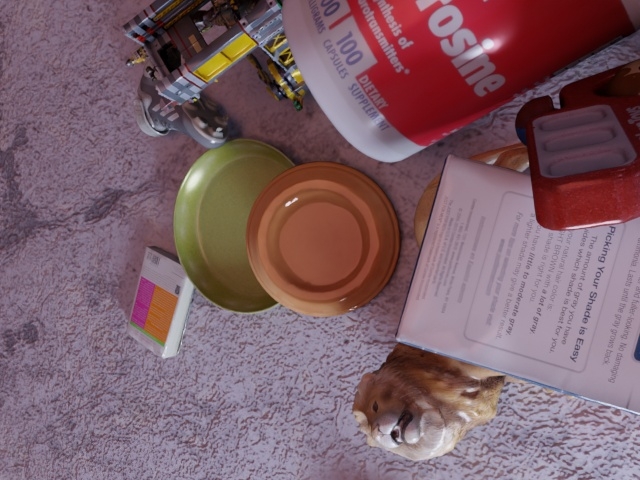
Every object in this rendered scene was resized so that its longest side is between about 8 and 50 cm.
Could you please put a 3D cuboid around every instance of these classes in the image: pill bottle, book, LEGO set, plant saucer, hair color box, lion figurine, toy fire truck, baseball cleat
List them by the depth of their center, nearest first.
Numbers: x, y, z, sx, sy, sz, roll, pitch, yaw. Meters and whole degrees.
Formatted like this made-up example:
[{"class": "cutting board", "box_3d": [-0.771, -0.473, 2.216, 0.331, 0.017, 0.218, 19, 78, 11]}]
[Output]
[{"class": "toy fire truck", "box_3d": [0.287, -0.104, 0.557, 0.254, 0.302, 0.169, -8, 114, 17]}, {"class": "hair color box", "box_3d": [0.258, 0.054, 0.618, 0.347, 0.105, 0.173, 16, 90, 11]}, {"class": "pill bottle", "box_3d": [0.182, -0.264, 0.682, 0.408, 0.229, 0.229, -28, 80, 28]}, {"class": "lion figurine", "box_3d": [0.162, 0.056, 0.788, 0.240, 0.142, 0.392, 1, 80, 37]}, {"class": "LEGO set", "box_3d": [-0.153, -0.284, 0.856, 0.192, 0.255, 0.331, -33, 86, 12]}, {"class": "plant saucer", "box_3d": [0.000, 0.000, 0.876, 0.200, 0.037, 0.199, 1, 95, 9]}, {"class": "plant saucer", "box_3d": [-0.102, -0.020, 0.969, 0.241, 0.037, 0.240, 2, 95, 30]}, {"class": "baseball cleat", "box_3d": [-0.202, -0.175, 0.996, 0.109, 0.072, 0.206, -56, 52, 27]}, {"class": "book", "box_3d": [-0.244, 0.092, 1.061, 0.096, 0.035, 0.144, 24, 105, 29]}]
